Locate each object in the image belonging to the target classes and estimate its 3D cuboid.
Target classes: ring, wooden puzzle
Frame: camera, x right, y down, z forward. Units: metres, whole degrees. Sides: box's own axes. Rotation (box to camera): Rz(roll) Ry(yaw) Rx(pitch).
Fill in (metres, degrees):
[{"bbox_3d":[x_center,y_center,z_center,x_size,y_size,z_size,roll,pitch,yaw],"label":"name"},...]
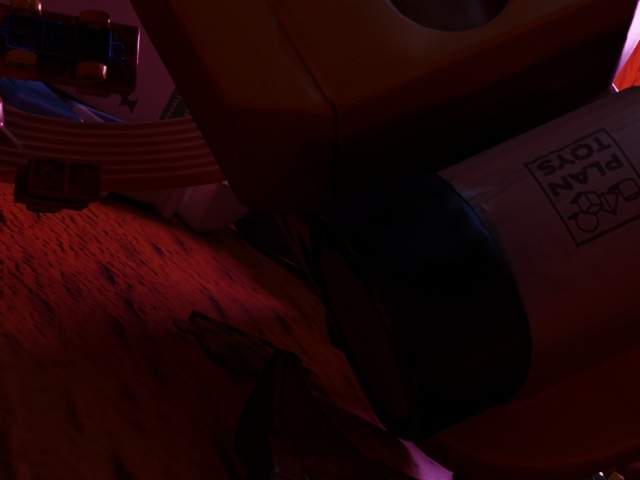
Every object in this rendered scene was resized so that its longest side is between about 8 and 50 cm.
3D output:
[{"bbox_3d":[-0.122,-0.128,0.740,0.337,0.032,0.336,3,34,-2],"label":"ring"},{"bbox_3d":[-0.038,0.055,0.616,0.083,0.006,0.049,25,9,-24],"label":"wooden puzzle"}]

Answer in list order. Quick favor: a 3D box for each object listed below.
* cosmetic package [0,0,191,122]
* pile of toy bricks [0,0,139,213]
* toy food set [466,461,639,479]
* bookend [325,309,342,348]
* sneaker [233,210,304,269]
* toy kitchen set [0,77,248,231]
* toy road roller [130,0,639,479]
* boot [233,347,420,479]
[{"bbox_3d":[-0.177,-0.220,1.135,0.365,0.197,0.155,27,10,-4],"label":"cosmetic package"},{"bbox_3d":[-0.197,-0.064,0.554,0.212,0.118,0.105,7,-11,-25],"label":"pile of toy bricks"},{"bbox_3d":[0.152,0.131,0.571,0.128,0.071,0.218,26,10,-21],"label":"toy food set"},{"bbox_3d":[0.108,0.023,0.771,0.156,0.157,0.072,27,9,-8],"label":"bookend"},{"bbox_3d":[0.000,0.000,0.910,0.178,0.072,0.077,45,5,36],"label":"sneaker"},{"bbox_3d":[-0.122,-0.119,0.817,0.207,0.166,0.122,20,12,-46],"label":"toy kitchen set"},{"bbox_3d":[0.053,-0.045,0.574,0.329,0.202,0.240,61,-13,23],"label":"toy road roller"},{"bbox_3d":[0.025,0.094,0.488,0.114,0.037,0.106,24,23,-14],"label":"boot"}]
